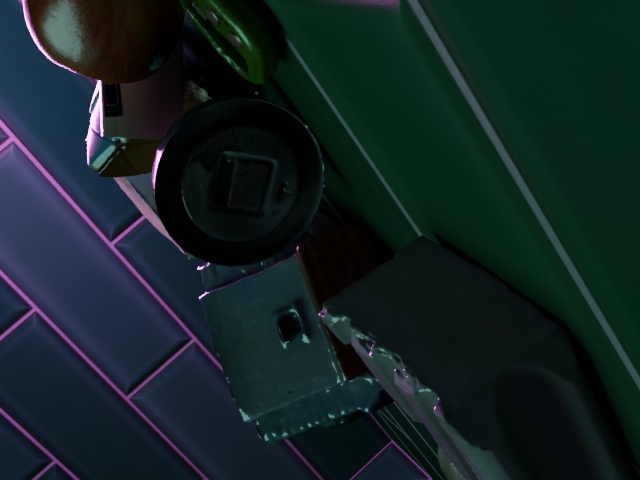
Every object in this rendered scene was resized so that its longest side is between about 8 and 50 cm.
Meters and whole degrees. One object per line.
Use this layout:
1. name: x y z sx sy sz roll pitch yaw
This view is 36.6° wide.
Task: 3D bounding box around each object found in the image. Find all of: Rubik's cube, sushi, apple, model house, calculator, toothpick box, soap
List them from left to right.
1. apple: -0.237 -0.280 1.083 0.199 0.199 0.199 47 172 9
2. toothpick box: -0.231 -0.225 1.245 0.111 0.111 0.181 -153 62 -69
3. Rubik's cube: -0.235 -0.242 1.403 0.254 0.254 0.254 47 172 9
4. sushi: -0.126 -0.184 1.283 0.090 0.078 0.150 48 173 10
5. calculator: 0.000 0.000 1.585 0.141 0.045 0.246 52 171 -20
6. model house: 0.040 0.101 1.364 0.251 0.329 0.295 -6 -109 -56
7. soap: 0.170 0.166 1.043 0.258 0.159 0.302 35 162 48

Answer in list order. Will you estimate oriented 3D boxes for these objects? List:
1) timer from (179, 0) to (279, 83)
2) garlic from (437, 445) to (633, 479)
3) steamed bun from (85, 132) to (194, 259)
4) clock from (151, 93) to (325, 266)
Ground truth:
1. timer: -0.096 -0.232 1.008 0.140 0.047 0.128 48 170 7
2. garlic: 0.247 0.273 1.144 0.214 0.160 0.191 47 178 36
3. steamed bun: -0.240 -0.133 1.667 0.324 0.206 0.324 46 169 11
4. clock: -0.101 -0.074 1.186 0.215 0.215 0.042 53 177 -28
